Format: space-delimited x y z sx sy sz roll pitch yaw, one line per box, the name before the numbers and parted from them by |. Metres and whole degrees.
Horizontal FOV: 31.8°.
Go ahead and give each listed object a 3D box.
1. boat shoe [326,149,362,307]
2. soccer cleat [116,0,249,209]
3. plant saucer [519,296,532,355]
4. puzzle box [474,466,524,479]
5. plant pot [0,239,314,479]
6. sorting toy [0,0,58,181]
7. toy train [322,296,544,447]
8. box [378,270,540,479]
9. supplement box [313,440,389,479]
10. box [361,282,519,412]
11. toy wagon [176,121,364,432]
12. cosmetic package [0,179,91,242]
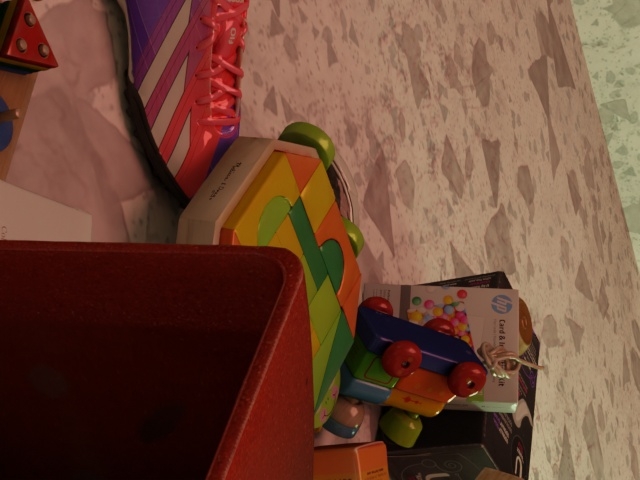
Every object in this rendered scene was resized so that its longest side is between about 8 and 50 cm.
boat shoe | 0.000 0.000 1.204 0.070 0.078 0.219 -23 105 -65
soccer cleat | -0.109 -0.177 0.986 0.108 0.116 0.318 -32 112 -64
plant saucer | 0.255 0.105 1.437 0.083 0.015 0.083 34 51 -54
puzzle box | 0.108 0.456 1.142 0.409 0.052 0.272 -38 132 -48
plant pot | -0.138 0.174 0.457 0.267 0.267 0.235 -70 153 -44
sorting toy | -0.238 -0.137 0.790 0.132 0.046 0.274 49 39 -48
toy train | 0.120 0.168 1.234 0.248 0.143 0.105 20 21 -29
box | 0.183 0.197 1.441 0.165 0.143 0.270 57 34 -38
supplement box | 0.032 0.329 1.162 0.080 0.078 0.233 5 77 -64
box | 0.140 0.126 1.328 0.038 0.186 0.145 83 12 -62
toy wagon | -0.033 0.068 1.057 0.267 0.068 0.344 -59 142 -37
cosmetic package | -0.252 0.135 0.612 0.284 0.097 0.377 25 60 -57
